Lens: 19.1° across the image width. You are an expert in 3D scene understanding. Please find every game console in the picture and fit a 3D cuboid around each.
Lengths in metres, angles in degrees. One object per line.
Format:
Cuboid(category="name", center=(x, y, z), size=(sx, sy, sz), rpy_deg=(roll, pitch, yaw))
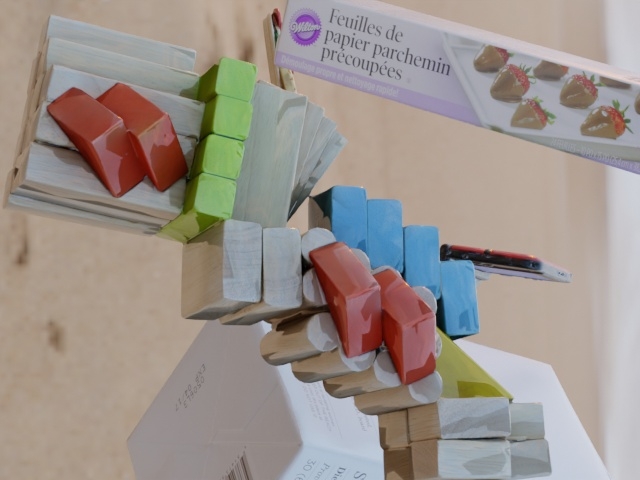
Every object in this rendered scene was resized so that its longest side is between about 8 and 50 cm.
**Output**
Cuboid(category="game console", center=(0.137, 0.052, 1.607), size=(0.144, 0.124, 0.085), rpy_deg=(16, 82, -70))

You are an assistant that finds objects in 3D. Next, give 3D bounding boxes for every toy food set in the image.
Cuboid(category="toy food set", center=(-0.033, -0.149, 1.565), size=(0.083, 0.020, 0.083), rpy_deg=(-89, 171, -86))

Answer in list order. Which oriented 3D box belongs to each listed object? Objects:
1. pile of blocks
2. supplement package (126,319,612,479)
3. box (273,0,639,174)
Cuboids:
Cuboid(category="pile of blocks", center=(0.000, 0.000, 0.992), size=(0.149, 0.362, 0.112), rpy_deg=(-56, -169, -18))
Cuboid(category="supplement package", center=(0.041, 0.174, 1.360), size=(0.293, 0.177, 0.175), rpy_deg=(17, 31, -31))
Cuboid(category="box", center=(0.120, -0.119, 1.394), size=(0.067, 0.324, 0.063), rpy_deg=(-11, 117, -60))
